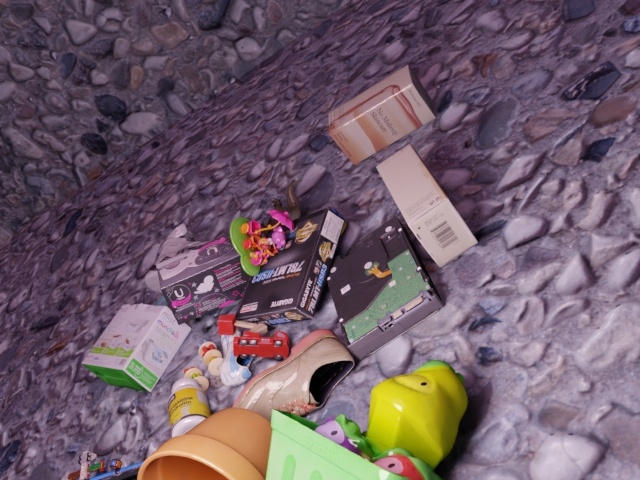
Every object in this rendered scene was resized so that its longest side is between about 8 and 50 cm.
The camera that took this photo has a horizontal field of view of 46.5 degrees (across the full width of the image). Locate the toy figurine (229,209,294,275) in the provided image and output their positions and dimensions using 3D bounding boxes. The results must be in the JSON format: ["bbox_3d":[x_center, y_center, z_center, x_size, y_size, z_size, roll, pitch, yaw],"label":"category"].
[{"bbox_3d":[-0.141,-0.010,2.000,0.159,0.130,0.173,-25,61,33],"label":"toy figurine"}]

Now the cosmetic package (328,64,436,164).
[{"bbox_3d":[0.185,-0.380,2.276,0.296,0.153,0.129,-30,34,21],"label":"cosmetic package"}]

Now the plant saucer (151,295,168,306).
[{"bbox_3d":[-0.574,0.257,2.450,0.192,0.018,0.067,-41,30,2],"label":"plant saucer"}]

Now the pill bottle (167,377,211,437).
[{"bbox_3d":[-0.328,0.428,1.866,0.103,0.103,0.184,-39,30,5],"label":"pill bottle"}]

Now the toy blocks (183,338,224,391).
[{"bbox_3d":[-0.325,0.336,2.029,0.123,0.054,0.148,-44,30,-5],"label":"toy blocks"}]

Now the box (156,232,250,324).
[{"bbox_3d":[-0.337,0.107,2.181,0.247,0.142,0.163,-22,30,-7],"label":"box"}]

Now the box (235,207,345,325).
[{"bbox_3d":[-0.084,0.080,1.986,0.295,0.073,0.294,-16,47,52],"label":"box"}]

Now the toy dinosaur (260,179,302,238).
[{"bbox_3d":[-0.121,-0.043,2.256,0.160,0.121,0.313,22,63,44],"label":"toy dinosaur"}]

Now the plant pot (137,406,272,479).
[{"bbox_3d":[-0.190,0.476,1.497,0.290,0.291,0.203,-20,16,33],"label":"plant pot"}]

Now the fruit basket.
[{"bbox_3d":[0.113,0.363,1.324,0.392,0.282,0.392,-30,46,37],"label":"fruit basket"}]

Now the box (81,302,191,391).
[{"bbox_3d":[-0.558,0.316,2.248,0.261,0.127,0.231,-5,45,46],"label":"box"}]

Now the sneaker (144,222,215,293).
[{"bbox_3d":[-0.416,0.031,2.439,0.365,0.137,0.210,-23,37,34],"label":"sneaker"}]

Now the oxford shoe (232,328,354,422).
[{"bbox_3d":[-0.072,0.348,1.665,0.348,0.123,0.130,-46,36,-5],"label":"oxford shoe"}]

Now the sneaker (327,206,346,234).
[{"bbox_3d":[0.000,0.000,2.066,0.069,0.082,0.209,-4,48,43],"label":"sneaker"}]

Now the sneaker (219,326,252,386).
[{"bbox_3d":[-0.216,0.290,1.949,0.086,0.085,0.237,-18,33,4],"label":"sneaker"}]

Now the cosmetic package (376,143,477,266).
[{"bbox_3d":[0.254,-0.092,1.819,0.113,0.160,0.309,-34,32,10],"label":"cosmetic package"}]

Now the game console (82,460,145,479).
[{"bbox_3d":[-0.409,0.598,1.626,0.250,0.293,0.174,-18,70,0],"label":"game console"}]

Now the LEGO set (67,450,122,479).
[{"bbox_3d":[-0.628,0.670,1.978,0.182,0.060,0.244,21,67,43],"label":"LEGO set"}]

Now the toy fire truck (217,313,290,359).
[{"bbox_3d":[-0.171,0.244,1.902,0.191,0.047,0.135,1,27,1],"label":"toy fire truck"}]

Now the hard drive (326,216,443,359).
[{"bbox_3d":[0.141,0.106,1.787,0.236,0.064,0.339,-35,30,10],"label":"hard drive"}]
